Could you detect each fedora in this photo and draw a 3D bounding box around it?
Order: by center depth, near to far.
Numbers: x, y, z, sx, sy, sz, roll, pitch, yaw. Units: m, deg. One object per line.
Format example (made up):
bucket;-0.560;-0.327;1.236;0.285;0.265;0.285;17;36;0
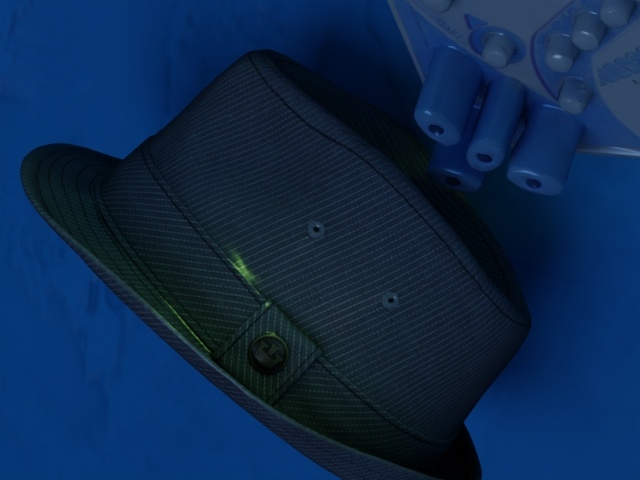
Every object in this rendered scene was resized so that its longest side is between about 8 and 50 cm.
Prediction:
fedora;0.000;0.000;0.924;0.275;0.243;0.124;43;103;8

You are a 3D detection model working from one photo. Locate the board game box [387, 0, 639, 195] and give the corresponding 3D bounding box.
board game box;0.169;-0.127;0.685;0.390;0.050;0.390;7;148;27
